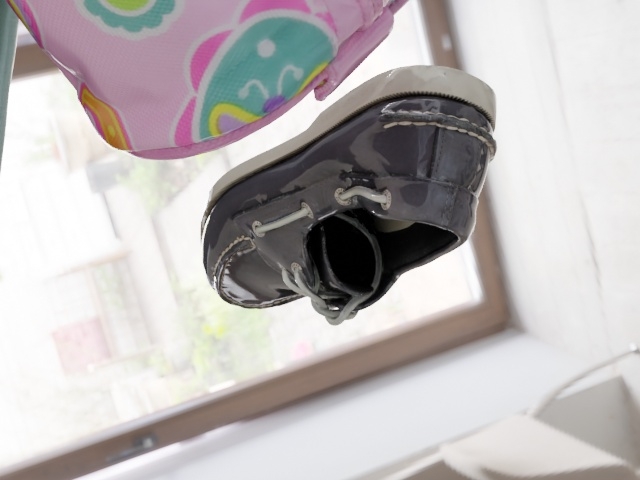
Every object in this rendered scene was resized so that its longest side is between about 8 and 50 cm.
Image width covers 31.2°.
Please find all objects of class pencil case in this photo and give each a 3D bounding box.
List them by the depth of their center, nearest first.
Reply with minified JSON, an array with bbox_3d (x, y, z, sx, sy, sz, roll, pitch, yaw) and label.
[{"bbox_3d":[-0.073,-0.162,0.303,0.124,0.124,0.284,35,155,58],"label":"pencil case"}]

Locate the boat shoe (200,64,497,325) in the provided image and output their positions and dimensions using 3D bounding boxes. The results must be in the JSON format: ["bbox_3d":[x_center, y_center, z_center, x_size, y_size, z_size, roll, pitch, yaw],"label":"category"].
[{"bbox_3d":[0.000,0.000,0.480,0.206,0.075,0.064,-36,45,54],"label":"boat shoe"}]

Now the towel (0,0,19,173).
[{"bbox_3d":[-0.328,-0.067,0.585,0.090,0.321,0.374,-115,34,-81],"label":"towel"}]
